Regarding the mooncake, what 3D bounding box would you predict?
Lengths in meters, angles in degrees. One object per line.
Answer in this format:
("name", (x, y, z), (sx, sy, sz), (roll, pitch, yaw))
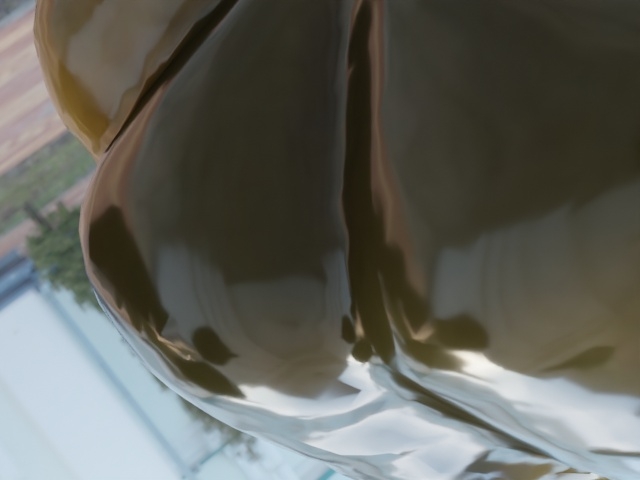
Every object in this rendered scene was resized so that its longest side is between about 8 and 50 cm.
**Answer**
("mooncake", (0.081, -0.112, 0.538), (0.467, 0.467, 0.262), (-35, 144, 26))
